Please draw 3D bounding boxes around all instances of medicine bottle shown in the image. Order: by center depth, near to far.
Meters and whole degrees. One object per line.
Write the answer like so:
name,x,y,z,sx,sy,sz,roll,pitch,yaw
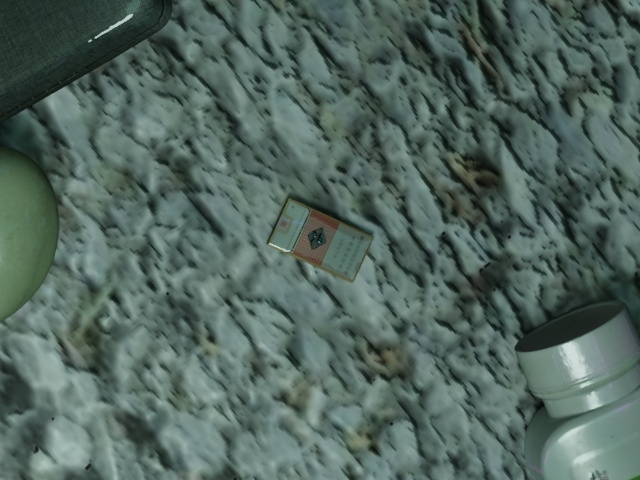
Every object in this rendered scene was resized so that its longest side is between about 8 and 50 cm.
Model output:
medicine bottle,0.274,0.206,1.723,0.161,0.111,0.296,-24,97,-8

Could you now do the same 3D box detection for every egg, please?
egg,-0.271,-0.002,1.602,0.114,0.114,0.152,11,94,-11

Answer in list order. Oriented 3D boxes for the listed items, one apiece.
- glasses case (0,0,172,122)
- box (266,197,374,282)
glasses case,-0.275,-0.157,1.555,0.323,0.074,0.131,-28,84,14
box,0.000,0.000,1.705,0.083,0.012,0.046,25,90,-13
